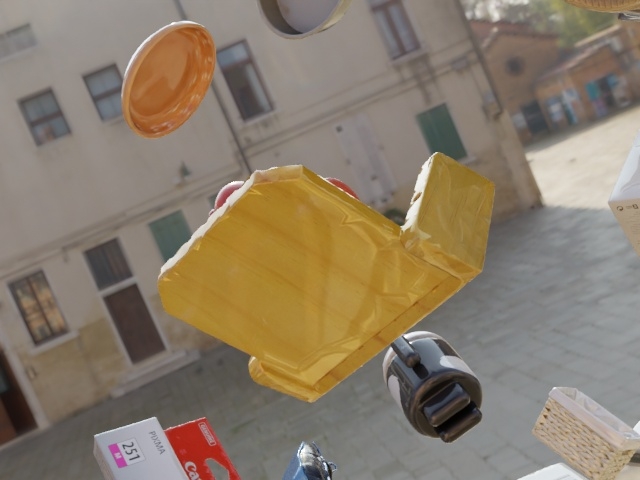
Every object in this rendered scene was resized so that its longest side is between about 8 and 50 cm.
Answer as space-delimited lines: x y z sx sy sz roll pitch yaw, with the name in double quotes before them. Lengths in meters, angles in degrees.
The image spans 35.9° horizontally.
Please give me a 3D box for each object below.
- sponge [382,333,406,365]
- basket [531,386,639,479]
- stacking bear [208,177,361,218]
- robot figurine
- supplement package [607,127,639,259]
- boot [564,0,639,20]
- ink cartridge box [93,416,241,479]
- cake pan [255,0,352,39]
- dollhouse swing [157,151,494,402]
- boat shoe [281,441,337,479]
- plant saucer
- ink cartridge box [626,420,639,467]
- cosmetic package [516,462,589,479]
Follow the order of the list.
"sponge" 0.222 0.352 2.521 0.031 0.210 0.117 -3 38 29
"basket" 0.487 0.357 1.807 0.113 0.167 0.103 14 -72 -53
"stacking bear" -0.085 -0.049 1.867 0.289 0.164 0.175 8 44 42
"robot figurine" 0.235 0.309 2.094 0.173 0.209 0.278 -1 24 -17
"supplement package" 0.588 -0.039 1.442 0.199 0.263 0.198 -7 40 45
"boot" 0.550 -0.430 1.788 0.248 0.090 0.207 2 -5 10
"ink cartridge box" -0.258 0.444 1.822 0.238 0.275 0.060 -14 -42 -30
"cake pan" -0.024 -0.570 2.095 0.293 0.293 0.054 -21 -15 41
"dollhouse swing" 0.000 0.000 1.353 0.347 0.305 0.315 -43 15 33
"boat shoe" -0.022 0.465 1.911 0.109 0.089 0.258 -62 2 5
"plant saucer" -0.245 -0.257 1.564 0.200 0.037 0.200 -44 -26 -28
"ink cartridge box" 0.753 0.390 2.026 0.189 0.066 0.232 -4 17 45
"cosmetic package" 0.314 0.406 1.218 0.085 0.231 0.117 -16 15 -17
